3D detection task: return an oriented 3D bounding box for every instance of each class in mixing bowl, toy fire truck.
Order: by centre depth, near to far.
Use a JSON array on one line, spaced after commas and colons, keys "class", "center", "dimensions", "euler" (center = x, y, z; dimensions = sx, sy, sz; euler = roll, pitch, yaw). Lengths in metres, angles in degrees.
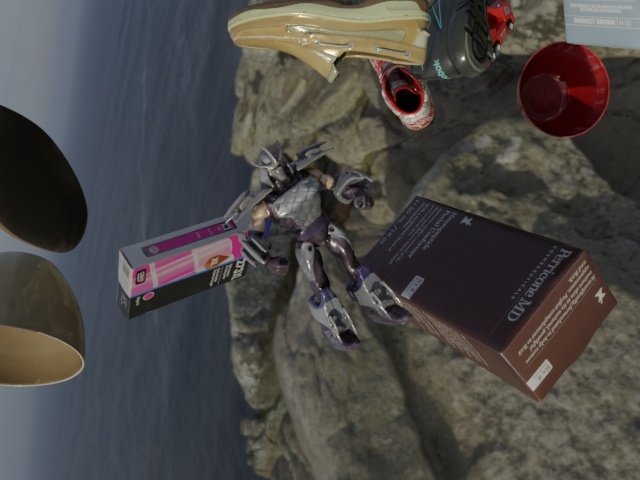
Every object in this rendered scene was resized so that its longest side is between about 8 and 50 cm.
[{"class": "toy fire truck", "center": [0.291, -0.398, 1.138], "dimensions": [0.047, 0.135, 0.192], "euler": [12, 61, 43]}, {"class": "mixing bowl", "center": [0.460, -0.290, 1.213], "dimensions": [0.098, 0.181, 0.181], "euler": [-147, 64, -83]}]

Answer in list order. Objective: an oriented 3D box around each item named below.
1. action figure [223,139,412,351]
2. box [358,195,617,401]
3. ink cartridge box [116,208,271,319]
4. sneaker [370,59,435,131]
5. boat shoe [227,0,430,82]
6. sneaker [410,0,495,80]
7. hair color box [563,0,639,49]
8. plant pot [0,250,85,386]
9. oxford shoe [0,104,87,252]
[{"class": "action figure", "center": [0.000, 0.000, 0.765], "dimensions": [0.285, 0.185, 0.099], "euler": [60, 169, -22]}, {"class": "box", "center": [0.240, 0.072, 0.987], "dimensions": [0.191, 0.143, 0.381], "euler": [-49, 33, -9]}, {"class": "ink cartridge box", "center": [-0.243, 0.035, 1.294], "dimensions": [0.069, 0.371, 0.176], "euler": [50, 142, 24]}, {"class": "sneaker", "center": [0.149, -0.351, 1.223], "dimensions": [0.090, 0.145, 0.270], "euler": [-25, 84, 16]}, {"class": "boat shoe", "center": [0.006, -0.184, 0.574], "dimensions": [0.068, 0.190, 0.072], "euler": [-46, -44, -76]}, {"class": "sneaker", "center": [0.192, -0.340, 0.880], "dimensions": [0.106, 0.101, 0.267], "euler": [-11, 52, 44]}, {"class": "hair color box", "center": [0.364, -0.433, 0.688], "dimensions": [0.113, 0.185, 0.374], "euler": [28, 148, 47]}, {"class": "plant pot", "center": [-0.579, 0.133, 1.150], "dimensions": [0.284, 0.284, 0.191], "euler": [128, 146, -49]}, {"class": "oxford shoe", "center": [-0.244, -0.058, 0.416], "dimensions": [0.076, 0.212, 0.076], "euler": [0, 61, 25]}]
